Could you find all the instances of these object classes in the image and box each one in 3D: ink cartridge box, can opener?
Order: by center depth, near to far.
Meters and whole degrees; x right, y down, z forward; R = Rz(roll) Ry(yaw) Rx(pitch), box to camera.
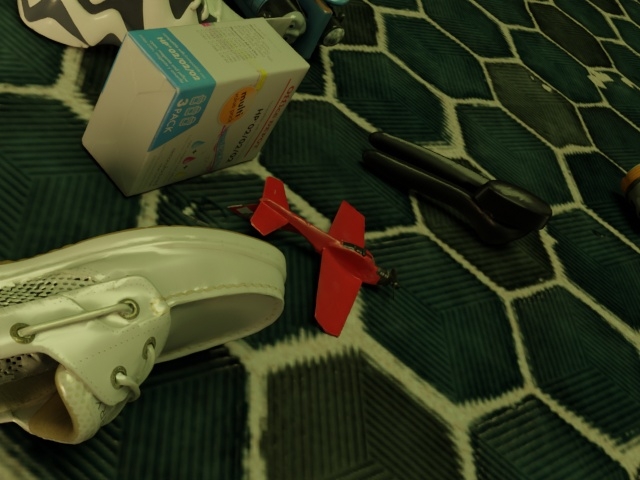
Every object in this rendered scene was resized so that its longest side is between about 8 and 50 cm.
[{"bbox_3d":[-0.080,-0.108,0.623,0.061,0.104,0.181,47,38,14],"label":"ink cartridge box"},{"bbox_3d":[0.128,-0.055,0.775,0.186,0.073,0.059,26,45,2],"label":"can opener"}]

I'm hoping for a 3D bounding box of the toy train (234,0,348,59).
[{"bbox_3d":[-0.050,-0.269,0.851,0.105,0.080,0.184,-17,63,-37],"label":"toy train"}]

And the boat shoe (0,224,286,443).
[{"bbox_3d":[-0.131,0.060,0.414,0.277,0.098,0.096,-8,55,-32],"label":"boat shoe"}]

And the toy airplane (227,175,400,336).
[{"bbox_3d":[0.000,0.000,0.634,0.151,0.028,0.151,21,41,-19],"label":"toy airplane"}]

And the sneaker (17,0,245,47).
[{"bbox_3d":[-0.117,-0.223,0.678,0.234,0.153,0.094,15,43,-27],"label":"sneaker"}]

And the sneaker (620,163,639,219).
[{"bbox_3d":[0.468,-0.020,0.994,0.214,0.084,0.083,18,42,-9],"label":"sneaker"}]
